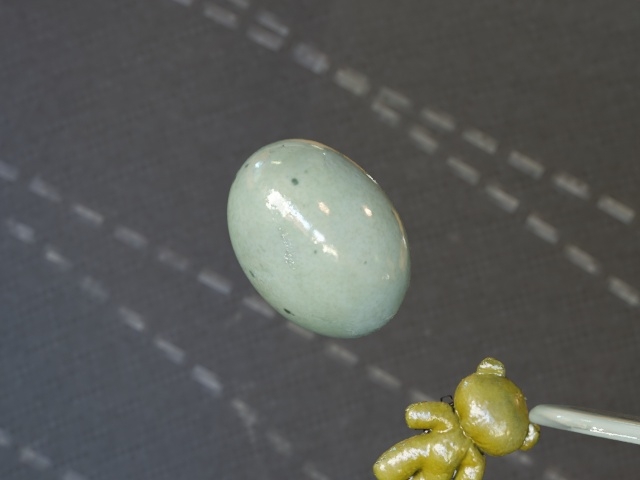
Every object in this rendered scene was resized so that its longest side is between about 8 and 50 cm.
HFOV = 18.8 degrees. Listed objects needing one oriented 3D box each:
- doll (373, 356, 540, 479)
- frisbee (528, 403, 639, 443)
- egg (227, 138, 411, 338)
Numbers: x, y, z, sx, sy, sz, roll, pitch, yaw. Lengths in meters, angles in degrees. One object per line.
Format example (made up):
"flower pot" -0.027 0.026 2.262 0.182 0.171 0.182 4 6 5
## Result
"doll" 0.163 0.243 2.398 0.137 0.209 0.097 56 6 -8
"frisbee" 0.173 0.107 1.106 0.110 0.014 0.110 11 -2 0
"egg" 0.000 0.000 2.012 0.236 0.169 0.169 53 4 -31
